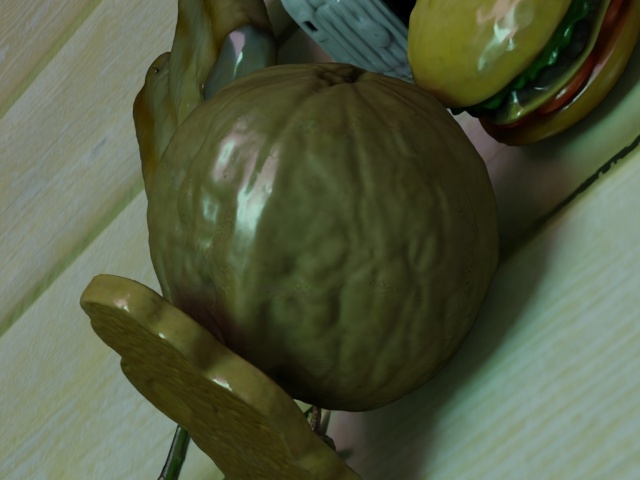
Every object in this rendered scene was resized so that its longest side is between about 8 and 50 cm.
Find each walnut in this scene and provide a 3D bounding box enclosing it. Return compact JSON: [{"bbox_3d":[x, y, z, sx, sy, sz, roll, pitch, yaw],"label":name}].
[{"bbox_3d":[0.000,0.000,0.934,0.228,0.228,0.228,-40,33,33],"label":"walnut"}]

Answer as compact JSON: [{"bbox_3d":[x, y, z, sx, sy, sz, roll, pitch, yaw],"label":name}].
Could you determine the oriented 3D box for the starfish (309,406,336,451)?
[{"bbox_3d":[-0.020,0.148,1.024,0.078,0.028,0.091,-49,26,8],"label":"starfish"}]

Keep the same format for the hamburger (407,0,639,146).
[{"bbox_3d":[0.132,-0.141,0.959,0.162,0.115,0.162,-41,33,35],"label":"hamburger"}]

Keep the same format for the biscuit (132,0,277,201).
[{"bbox_3d":[-0.110,-0.142,1.382,0.291,0.062,0.237,-112,41,-57],"label":"biscuit"}]

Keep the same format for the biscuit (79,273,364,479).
[{"bbox_3d":[-0.055,0.103,0.895,0.144,0.236,0.040,-2,44,47],"label":"biscuit"}]

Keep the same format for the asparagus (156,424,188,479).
[{"bbox_3d":[-0.108,0.132,1.200,0.016,0.016,0.163,129,158,-59],"label":"asparagus"}]

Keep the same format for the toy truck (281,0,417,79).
[{"bbox_3d":[0.083,-0.299,1.148,0.178,0.176,0.363,-11,51,40],"label":"toy truck"}]
